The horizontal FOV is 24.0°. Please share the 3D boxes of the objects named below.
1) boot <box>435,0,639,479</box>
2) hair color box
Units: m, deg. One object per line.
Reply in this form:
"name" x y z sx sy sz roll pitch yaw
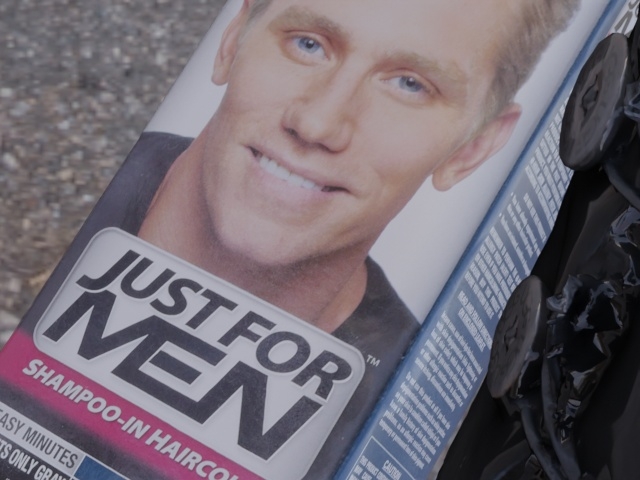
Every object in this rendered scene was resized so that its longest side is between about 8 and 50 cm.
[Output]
"boot" 0.150 -0.099 0.445 0.367 0.146 0.445 -73 175 -60
"hair color box" 0.000 0.000 0.687 0.347 0.174 0.105 -59 153 -12
